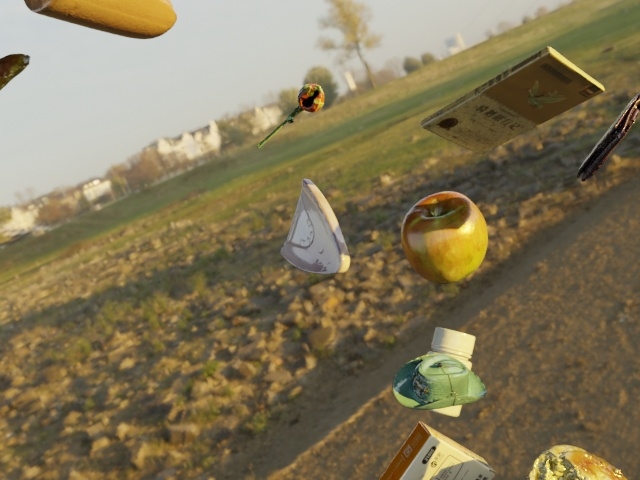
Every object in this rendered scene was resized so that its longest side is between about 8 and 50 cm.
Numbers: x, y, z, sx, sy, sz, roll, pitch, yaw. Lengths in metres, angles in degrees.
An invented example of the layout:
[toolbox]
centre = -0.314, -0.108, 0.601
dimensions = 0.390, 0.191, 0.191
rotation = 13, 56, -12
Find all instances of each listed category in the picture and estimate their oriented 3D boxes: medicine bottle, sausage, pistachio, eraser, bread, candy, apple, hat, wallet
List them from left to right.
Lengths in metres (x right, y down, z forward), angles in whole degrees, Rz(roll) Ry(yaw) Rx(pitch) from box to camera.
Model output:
[pistachio]
centre = -0.656, -0.321, 1.536
dimensions = 0.173, 0.049, 0.090
rotation = -51, 25, -17
[sausage]
centre = -0.389, -0.435, 1.371
dimensions = 0.123, 0.123, 0.253
rotation = -18, -13, 35
[candy]
centre = -0.062, -0.238, 1.500
dimensions = 0.185, 0.055, 0.049
rotation = -39, -20, 27
[eraser]
centre = 0.001, 0.000, 1.784
dimensions = 0.059, 0.204, 0.243
rotation = -1, 31, -37
[hat]
centre = 0.235, 0.265, 1.487
dimensions = 0.191, 0.077, 0.138
rotation = -10, 33, -23
[apple]
centre = 0.274, -0.002, 1.687
dimensions = 0.196, 0.195, 0.196
rotation = -23, 8, 3
[medicine bottle]
centre = 0.383, 0.398, 2.326
dimensions = 0.145, 0.252, 0.144
rotation = 16, -4, 1
[bread]
centre = 0.592, 0.570, 1.697
dimensions = 0.171, 0.314, 0.192
rotation = -57, -4, 22
[wallet]
centre = 0.528, -0.185, 1.383
dimensions = 0.111, 0.030, 0.166
rotation = -48, -12, -25

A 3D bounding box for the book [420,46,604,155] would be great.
[book]
centre = 0.391, -0.275, 1.573
dimensions = 0.217, 0.021, 0.310
rotation = 17, -32, -41

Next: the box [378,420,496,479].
[box]
centre = 0.260, 0.609, 1.862
dimensions = 0.273, 0.221, 0.091
rotation = -57, 17, 4
